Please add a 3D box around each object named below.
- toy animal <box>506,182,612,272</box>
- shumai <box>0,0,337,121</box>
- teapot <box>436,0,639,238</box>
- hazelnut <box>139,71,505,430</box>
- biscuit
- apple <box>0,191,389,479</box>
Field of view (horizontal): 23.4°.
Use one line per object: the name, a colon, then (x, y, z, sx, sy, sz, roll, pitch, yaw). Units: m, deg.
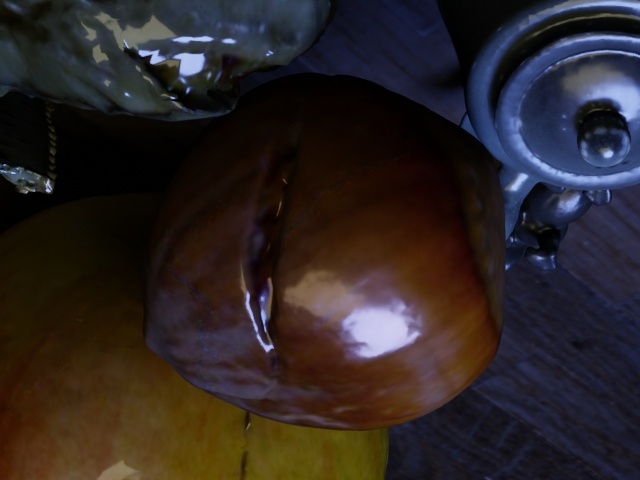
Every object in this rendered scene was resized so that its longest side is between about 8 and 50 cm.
toy animal: (0.126, -0.013, 0.910, 0.047, 0.065, 0.135, 34, 129, -3)
shumai: (-0.114, -0.173, 0.709, 0.256, 0.189, 0.218, 8, 122, 31)
teapot: (0.132, -0.084, 0.774, 0.162, 0.149, 0.239, 25, 132, -21)
hazelnut: (0.000, 0.000, 0.734, 0.182, 0.182, 0.182, 2, 136, 2)
biscuit: (-0.202, -0.079, 0.787, 0.144, 0.203, 0.016, 22, 104, -15)
apple: (-0.097, 0.103, 0.897, 0.286, 0.286, 0.233, 10, 113, -5)
